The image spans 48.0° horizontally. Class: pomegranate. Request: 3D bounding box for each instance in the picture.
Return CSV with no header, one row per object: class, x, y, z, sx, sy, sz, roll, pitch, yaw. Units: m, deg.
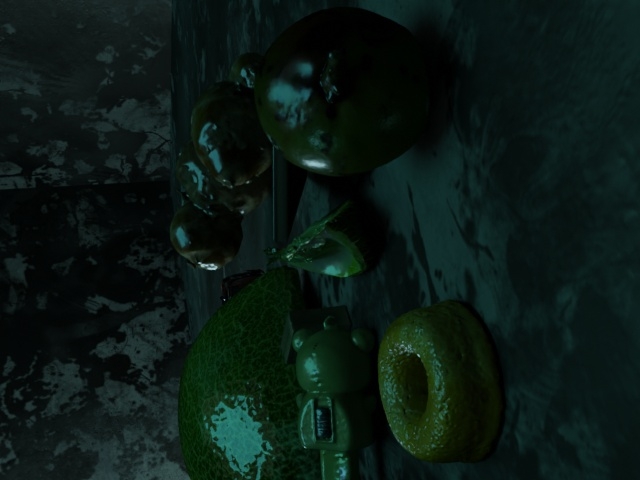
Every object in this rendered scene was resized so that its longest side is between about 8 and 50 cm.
pomegranate,0.016,-0.145,0.663,0.220,0.156,0.156,-104,16,-62

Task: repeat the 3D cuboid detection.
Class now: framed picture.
framed picture,-0.033,-0.144,0.894,0.289,0.020,0.211,-78,-10,-70

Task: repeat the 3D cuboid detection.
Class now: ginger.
ginger,-0.149,-0.139,1.203,0.256,0.176,0.375,-83,14,-44

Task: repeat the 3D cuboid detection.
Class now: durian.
durian,0.000,0.000,0.837,0.215,0.100,0.086,151,117,-66

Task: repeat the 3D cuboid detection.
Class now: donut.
donut,0.096,0.123,0.617,0.152,0.058,0.152,176,90,-72

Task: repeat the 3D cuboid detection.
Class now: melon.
melon,-0.072,0.257,1.055,0.331,0.226,0.343,-46,29,9

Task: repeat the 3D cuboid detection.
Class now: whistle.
whistle,0.021,0.202,0.844,0.085,0.105,0.228,-2,-93,-65

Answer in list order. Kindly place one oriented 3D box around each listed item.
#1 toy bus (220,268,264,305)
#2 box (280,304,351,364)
toy bus,-0.139,0.176,1.395,0.073,0.096,0.235,-178,82,-72
box,-0.007,0.125,0.939,0.083,0.079,0.035,105,154,-47
